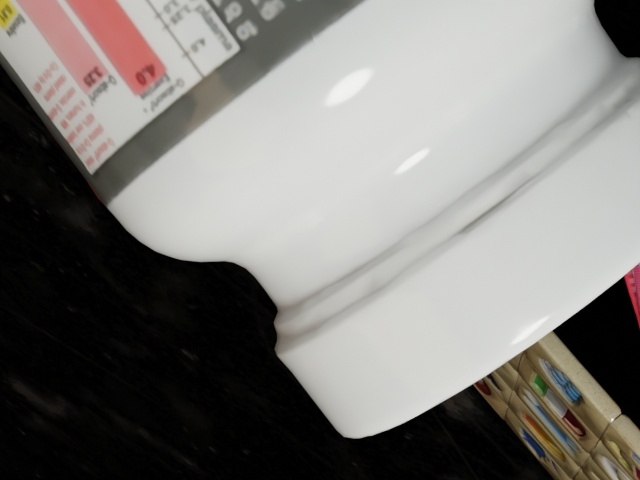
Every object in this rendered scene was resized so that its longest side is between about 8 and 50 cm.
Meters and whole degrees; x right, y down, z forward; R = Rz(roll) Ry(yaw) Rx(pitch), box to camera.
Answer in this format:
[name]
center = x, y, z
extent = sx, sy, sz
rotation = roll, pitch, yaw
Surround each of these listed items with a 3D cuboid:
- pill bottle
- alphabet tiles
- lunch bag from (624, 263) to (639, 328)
[pill bottle]
center = -0.030, -0.124, 0.599
extent = 0.363, 0.210, 0.210
rotation = 54, 153, -2
[alphabet tiles]
center = 0.146, 0.117, 0.912
extent = 0.342, 0.011, 0.285
rotation = 49, 174, 14
[lunch bag]
center = 0.276, 0.068, 0.701
extent = 0.258, 0.120, 0.293
rotation = 14, 148, 36
